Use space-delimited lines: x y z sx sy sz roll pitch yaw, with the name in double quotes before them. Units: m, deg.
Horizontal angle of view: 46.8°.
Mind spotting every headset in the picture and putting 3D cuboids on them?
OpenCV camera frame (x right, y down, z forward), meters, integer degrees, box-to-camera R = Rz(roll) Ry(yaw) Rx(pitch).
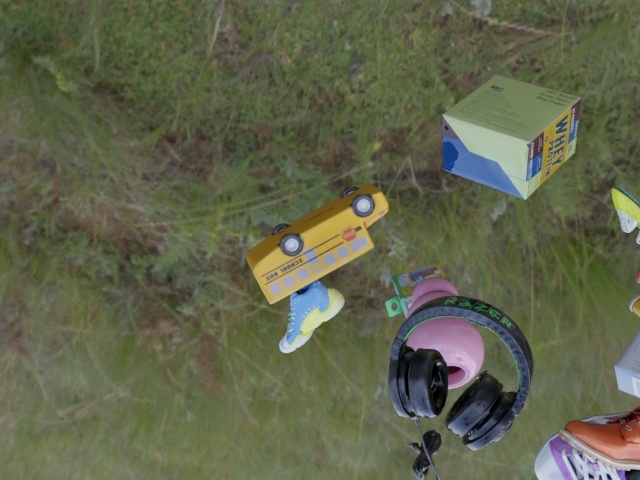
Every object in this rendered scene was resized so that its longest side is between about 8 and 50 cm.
"headset" 0.240 0.273 1.346 0.244 0.185 0.394 22 117 17

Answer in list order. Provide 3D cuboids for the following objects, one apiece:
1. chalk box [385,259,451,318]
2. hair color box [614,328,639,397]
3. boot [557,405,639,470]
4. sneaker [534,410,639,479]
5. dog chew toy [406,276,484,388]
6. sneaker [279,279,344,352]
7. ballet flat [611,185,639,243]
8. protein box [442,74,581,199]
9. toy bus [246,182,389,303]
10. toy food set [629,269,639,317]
"chalk box" 0.312 0.179 2.370 0.213 0.132 0.132 -19 122 2
"hair color box" 0.941 0.254 1.906 0.185 0.374 0.113 22 150 44
"boot" 0.334 0.205 0.798 0.158 0.084 0.059 15 -174 -12
"sneaker" 0.417 0.316 1.078 0.282 0.102 0.161 -36 168 34
"dog chew toy" 0.322 0.233 1.995 0.207 0.331 0.206 -1 132 -1
"sneaker" -0.052 0.193 1.986 0.126 0.091 0.240 44 109 -7
"ballet flat" 0.785 -0.037 1.806 0.231 0.077 0.077 37 99 -8
"protein box" 0.387 -0.216 1.508 0.200 0.201 0.135 26 140 35
"toy bus" 0.000 0.000 1.647 0.333 0.108 0.130 -29 109 -5
"toy food set" 0.671 0.047 1.422 0.232 0.104 0.111 -32 135 -9
